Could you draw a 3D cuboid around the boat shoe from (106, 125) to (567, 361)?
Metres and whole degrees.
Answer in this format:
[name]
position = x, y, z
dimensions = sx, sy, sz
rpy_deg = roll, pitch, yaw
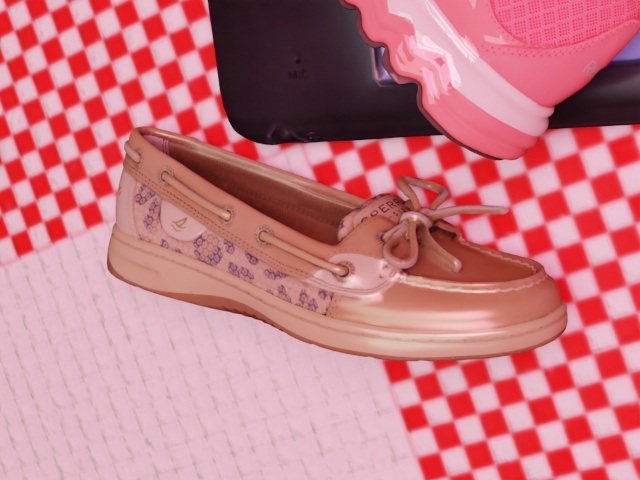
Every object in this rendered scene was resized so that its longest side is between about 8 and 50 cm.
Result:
[boat shoe]
position = 0.000, 0.000, 0.698
dimensions = 0.285, 0.104, 0.089
rpy_deg = 11, 106, 24

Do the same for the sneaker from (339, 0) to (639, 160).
[sneaker]
position = 0.040, -0.195, 0.599
dimensions = 0.136, 0.116, 0.314
rpy_deg = -38, 93, 20

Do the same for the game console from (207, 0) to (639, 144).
[game console]
position = 0.099, -0.226, 0.632
dimensions = 0.386, 0.060, 0.342
rpy_deg = -1, 99, 28
